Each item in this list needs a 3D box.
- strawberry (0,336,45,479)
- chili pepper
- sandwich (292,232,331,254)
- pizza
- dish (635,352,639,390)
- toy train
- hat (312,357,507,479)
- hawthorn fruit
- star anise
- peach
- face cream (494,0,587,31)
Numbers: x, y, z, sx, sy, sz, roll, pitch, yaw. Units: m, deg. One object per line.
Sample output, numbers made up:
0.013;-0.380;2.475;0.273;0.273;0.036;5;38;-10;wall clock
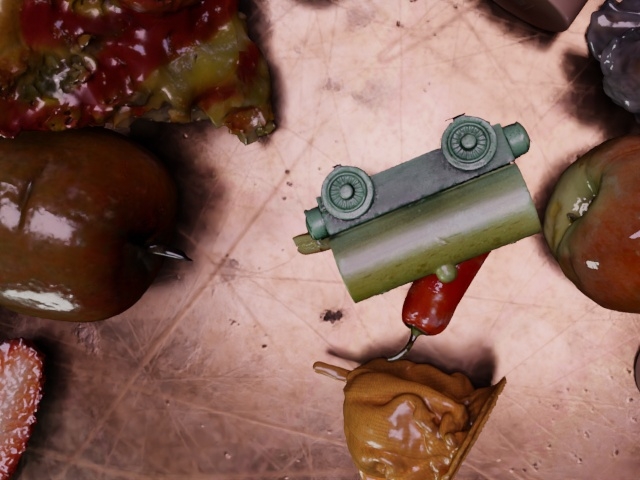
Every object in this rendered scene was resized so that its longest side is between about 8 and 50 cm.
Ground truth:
-0.503;0.267;1.088;0.188;0.106;0.286;41;87;0;strawberry
0.169;0.051;0.975;0.071;0.063;0.272;35;87;8;chili pepper
0.000;0.000;1.011;0.083;0.044;0.031;-17;96;12;sandwich
-0.184;-0.265;0.888;0.406;0.130;0.440;29;80;-34;pizza
0.517;0.177;0.913;0.213;0.090;0.213;1;94;9;dish
0.136;-0.040;0.943;0.307;0.126;0.190;-22;90;9;toy train
0.082;0.220;0.944;0.233;0.244;0.233;29;90;20;hat
-0.305;-0.025;0.951;0.300;0.268;0.268;11;96;2;hawthorn fruit
0.433;-0.165;0.842;0.359;0.315;0.139;58;138;39;star anise
0.393;-0.016;0.873;0.235;0.214;0.214;20;98;-24;peach
0.268;-0.338;0.887;0.149;0.149;0.104;35;98;5;face cream
